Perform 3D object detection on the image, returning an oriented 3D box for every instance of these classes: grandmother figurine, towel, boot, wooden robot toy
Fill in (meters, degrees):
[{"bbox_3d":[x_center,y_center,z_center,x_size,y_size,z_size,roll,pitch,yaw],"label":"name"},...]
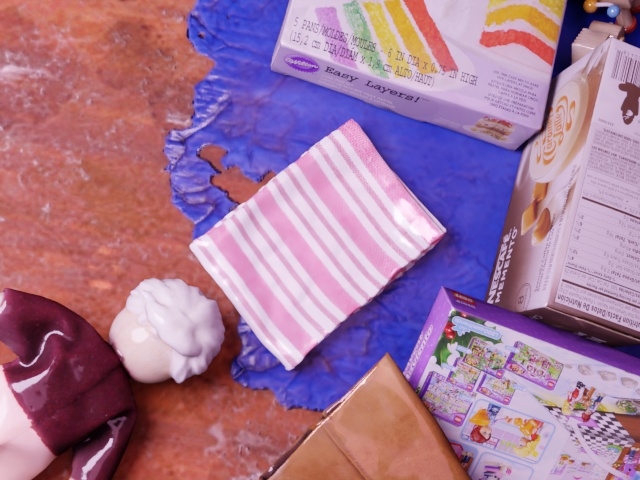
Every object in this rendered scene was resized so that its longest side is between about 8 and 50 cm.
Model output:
[{"bbox_3d":[-0.230,0.129,0.733,0.342,0.104,0.208,-28,113,-18],"label":"grandmother figurine"},{"bbox_3d":[0.000,0.000,0.837,0.197,0.029,0.144,-39,88,-16],"label":"towel"},{"bbox_3d":[0.134,0.200,0.724,0.264,0.096,0.280,-41,86,11],"label":"boot"},{"bbox_3d":[0.277,-0.243,0.938,0.079,0.076,0.173,19,73,29],"label":"wooden robot toy"}]

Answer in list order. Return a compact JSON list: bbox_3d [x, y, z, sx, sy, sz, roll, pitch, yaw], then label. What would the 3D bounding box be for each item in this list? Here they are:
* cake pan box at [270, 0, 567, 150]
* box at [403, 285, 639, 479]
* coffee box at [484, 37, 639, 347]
[{"bbox_3d":[0.100,-0.243,0.888,0.266,0.070,0.246,18,74,-8],"label":"cake pan box"},{"bbox_3d":[0.198,0.181,0.784,0.293,0.057,0.201,21,105,-7],"label":"box"},{"bbox_3d":[0.239,-0.033,0.838,0.098,0.141,0.247,19,77,-9],"label":"coffee box"}]
